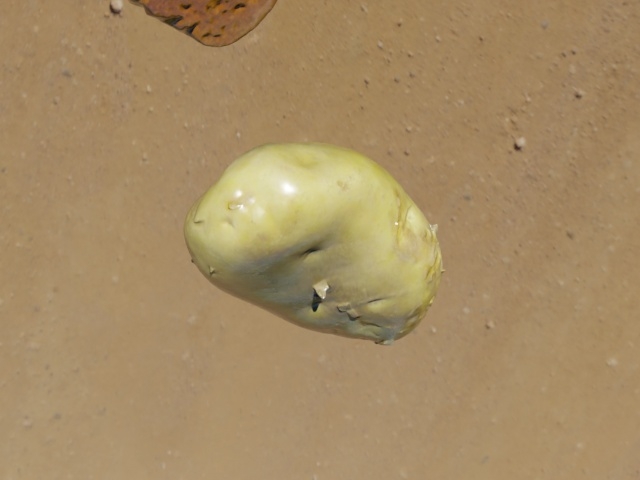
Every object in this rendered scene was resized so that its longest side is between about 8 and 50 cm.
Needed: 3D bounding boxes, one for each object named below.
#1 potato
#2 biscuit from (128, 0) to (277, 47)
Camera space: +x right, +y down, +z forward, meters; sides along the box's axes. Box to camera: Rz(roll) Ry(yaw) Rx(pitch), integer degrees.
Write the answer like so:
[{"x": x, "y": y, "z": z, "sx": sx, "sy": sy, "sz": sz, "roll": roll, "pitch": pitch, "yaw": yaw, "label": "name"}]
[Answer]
[{"x": 0.000, "y": 0.000, "z": 0.390, "sx": 0.091, "sy": 0.070, "sz": 0.138, "roll": -29, "pitch": 137, "yaw": 26, "label": "potato"}, {"x": -0.066, "y": -0.274, "z": 0.563, "sx": 0.277, "sy": 0.052, "sz": 0.262, "roll": -51, "pitch": 153, "yaw": 19, "label": "biscuit"}]
